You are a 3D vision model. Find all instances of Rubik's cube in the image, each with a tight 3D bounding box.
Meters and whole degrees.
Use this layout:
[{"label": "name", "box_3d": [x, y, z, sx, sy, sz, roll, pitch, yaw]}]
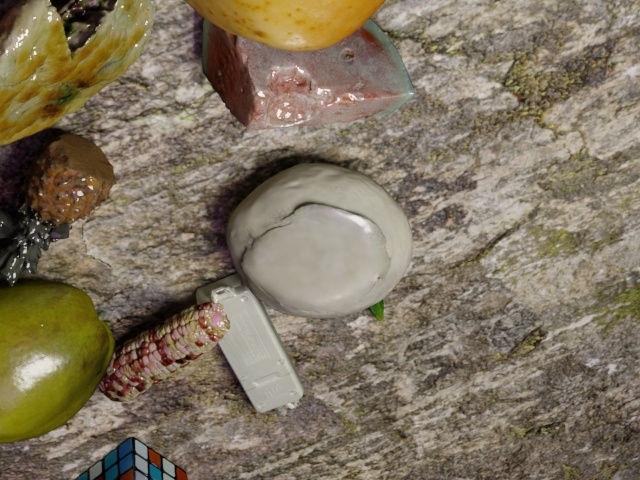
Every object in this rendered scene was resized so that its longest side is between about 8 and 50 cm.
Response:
[{"label": "Rubik's cube", "box_3d": [-0.340, 0.484, 2.104, 0.151, 0.154, 0.155, -37, 125, 14]}]

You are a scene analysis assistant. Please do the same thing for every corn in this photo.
[{"label": "corn", "box_3d": [-0.264, 0.188, 1.914, 0.280, 0.092, 0.092, -30, 129, 30]}]

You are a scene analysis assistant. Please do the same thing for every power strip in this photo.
[{"label": "power strip", "box_3d": [-0.117, 0.189, 2.006, 0.098, 0.058, 0.338, -22, 127, 2]}]

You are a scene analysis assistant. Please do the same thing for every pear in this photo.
[{"label": "pear", "box_3d": [-0.479, 0.190, 1.802, 0.321, 0.269, 0.269, -25, 130, -18]}]

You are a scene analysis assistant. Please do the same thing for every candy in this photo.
[{"label": "candy", "box_3d": [0.000, 0.000, 1.820, 0.295, 0.185, 0.296, 3, 128, 4]}]

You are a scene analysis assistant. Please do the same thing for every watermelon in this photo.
[{"label": "watermelon", "box_3d": [-0.034, -0.231, 1.633, 0.318, 0.226, 0.148, 25, 144, -13]}]

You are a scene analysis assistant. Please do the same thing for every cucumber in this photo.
[{"label": "cucumber", "box_3d": [0.080, 0.074, 1.983, 0.039, 0.039, 0.168, -20, 130, 1]}]

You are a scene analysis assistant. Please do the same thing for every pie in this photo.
[{"label": "pie", "box_3d": [-0.358, -0.229, 1.524, 0.337, 0.337, 0.075, -44, 81, 18]}]

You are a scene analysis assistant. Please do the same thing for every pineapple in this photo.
[{"label": "pineapple", "box_3d": [-0.414, -0.042, 1.729, 0.128, 0.128, 0.248, 28, 119, -29]}]

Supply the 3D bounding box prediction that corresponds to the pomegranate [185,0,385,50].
[{"label": "pomegranate", "box_3d": [-0.061, -0.420, 1.364, 0.410, 0.410, 0.410, -7, 127, -9]}]
